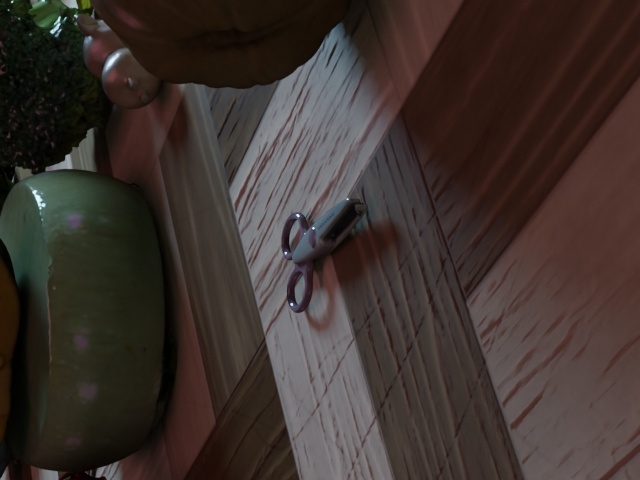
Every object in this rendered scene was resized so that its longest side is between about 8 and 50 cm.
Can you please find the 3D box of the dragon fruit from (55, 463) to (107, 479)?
[{"bbox_3d":[-0.238,0.356,1.481,0.268,0.210,0.205,1,115,48],"label":"dragon fruit"}]

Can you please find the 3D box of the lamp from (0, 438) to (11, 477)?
[{"bbox_3d":[-0.571,0.282,2.208,0.247,0.247,0.301,-121,30,-42],"label":"lamp"}]

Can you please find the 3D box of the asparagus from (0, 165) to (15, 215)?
[{"bbox_3d":[-0.615,0.008,2.225,0.108,0.382,0.128,14,150,33],"label":"asparagus"}]

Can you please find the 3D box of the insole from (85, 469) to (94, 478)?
[{"bbox_3d":[-0.309,0.257,1.865,0.065,0.006,0.194,-152,63,-63],"label":"insole"}]

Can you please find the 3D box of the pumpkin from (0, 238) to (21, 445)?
[{"bbox_3d":[-0.412,0.138,1.626,0.290,0.095,0.258,-23,64,61],"label":"pumpkin"}]

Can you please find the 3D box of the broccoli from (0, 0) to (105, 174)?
[{"bbox_3d":[-0.390,-0.196,1.755,0.260,0.288,0.235,-18,-59,-72],"label":"broccoli"}]

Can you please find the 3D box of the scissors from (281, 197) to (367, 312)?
[{"bbox_3d":[0.000,0.000,1.131,0.176,0.022,0.085,136,132,-63],"label":"scissors"}]

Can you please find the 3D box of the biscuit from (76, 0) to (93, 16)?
[{"bbox_3d":[-0.250,-0.312,1.695,0.292,0.026,0.048,-1,109,67],"label":"biscuit"}]

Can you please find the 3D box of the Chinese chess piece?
[{"bbox_3d":[-0.283,0.091,1.629,0.349,0.146,0.350,180,90,-66],"label":"Chinese chess piece"}]

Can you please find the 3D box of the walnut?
[{"bbox_3d":[-0.078,-0.238,1.077,0.261,0.224,0.225,-105,27,-42],"label":"walnut"}]

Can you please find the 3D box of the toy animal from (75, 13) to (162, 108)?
[{"bbox_3d":[-0.222,-0.198,1.563,0.150,0.089,0.083,46,129,45],"label":"toy animal"}]
